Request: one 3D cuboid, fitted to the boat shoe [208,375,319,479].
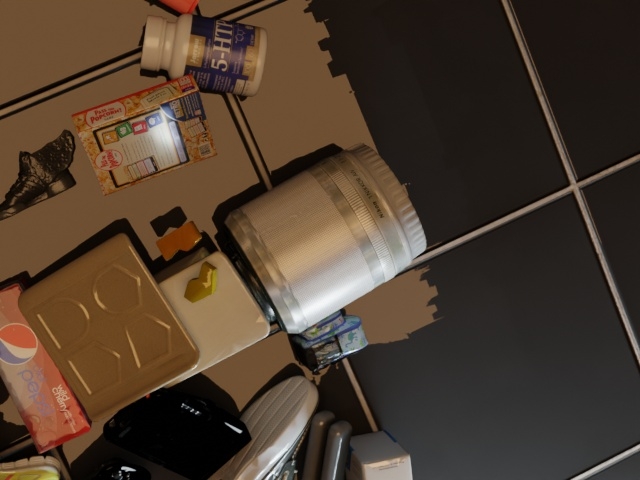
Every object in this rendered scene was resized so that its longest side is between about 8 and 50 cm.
[{"bbox_3d":[-0.098,0.380,1.644,0.119,0.121,0.335,37,88,-32],"label":"boat shoe"}]

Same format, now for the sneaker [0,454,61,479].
[{"bbox_3d":[-0.494,0.391,1.497,0.209,0.081,0.094,-8,55,-21],"label":"sneaker"}]

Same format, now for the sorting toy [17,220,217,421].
[{"bbox_3d":[-0.276,0.108,1.470,0.307,0.041,0.229,-29,93,14],"label":"sorting toy"}]

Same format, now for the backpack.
[{"bbox_3d":[0.016,0.159,1.637,0.114,0.105,0.084,-20,100,-14],"label":"backpack"}]

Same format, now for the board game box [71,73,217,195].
[{"bbox_3d":[-0.270,-0.163,1.536,0.193,0.045,0.146,-21,141,-9],"label":"board game box"}]

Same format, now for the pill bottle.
[{"bbox_3d":[-0.184,-0.295,1.549,0.187,0.112,0.112,8,94,-12],"label":"pill bottle"}]

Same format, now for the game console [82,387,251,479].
[{"bbox_3d":[-0.299,0.377,1.577,0.361,0.044,0.213,-43,131,12],"label":"game console"}]

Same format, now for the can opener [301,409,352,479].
[{"bbox_3d":[0.009,0.408,1.653,0.093,0.074,0.280,-24,129,-45],"label":"can opener"}]

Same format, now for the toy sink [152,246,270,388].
[{"bbox_3d":[-0.200,0.112,1.548,0.234,0.131,0.152,-29,101,15],"label":"toy sink"}]

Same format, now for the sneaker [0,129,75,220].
[{"bbox_3d":[-0.455,-0.101,1.548,0.170,0.051,0.089,-27,100,-12],"label":"sneaker"}]

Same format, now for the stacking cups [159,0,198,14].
[{"bbox_3d":[-0.330,-0.447,1.521,0.316,0.096,0.096,32,89,-15],"label":"stacking cups"}]

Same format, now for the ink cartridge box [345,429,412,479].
[{"bbox_3d":[0.102,0.442,1.660,0.086,0.148,0.203,-9,98,-12],"label":"ink cartridge box"}]

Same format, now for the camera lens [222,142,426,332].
[{"bbox_3d":[0.000,0.000,1.559,0.274,0.219,0.219,-30,100,-7],"label":"camera lens"}]

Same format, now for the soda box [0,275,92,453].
[{"bbox_3d":[-0.455,0.194,1.557,0.092,0.083,0.263,-24,100,-7],"label":"soda box"}]
